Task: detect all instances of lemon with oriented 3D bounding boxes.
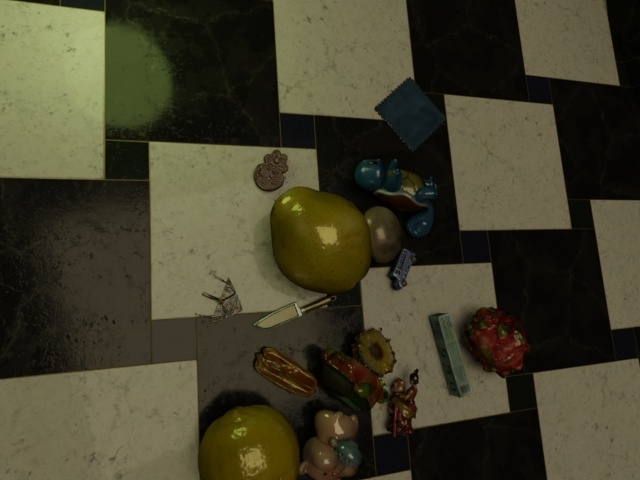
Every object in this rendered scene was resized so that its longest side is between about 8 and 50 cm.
[{"bbox_3d":[-0.225,0.702,1.426,0.347,0.348,0.348,3,80,-17],"label":"lemon"}]

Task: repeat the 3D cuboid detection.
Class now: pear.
[{"bbox_3d":[0.000,0.000,1.606,0.362,0.362,0.418,-43,90,-19],"label":"pear"}]

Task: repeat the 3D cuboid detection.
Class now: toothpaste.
[{"bbox_3d":[0.533,0.468,1.834,0.067,0.081,0.337,-12,85,-20],"label":"toothpaste"}]

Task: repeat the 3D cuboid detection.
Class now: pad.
[{"bbox_3d":[0.409,-0.572,2.008,0.269,0.012,0.269,-43,95,-19],"label":"pad"}]

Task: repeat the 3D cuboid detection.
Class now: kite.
[{"bbox_3d":[-0.358,0.224,1.626,0.160,0.010,0.183,25,77,-16],"label":"kite"}]

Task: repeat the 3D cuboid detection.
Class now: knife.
[{"bbox_3d":[-0.095,0.266,1.694,0.342,0.027,0.061,-21,91,-17],"label":"knife"}]

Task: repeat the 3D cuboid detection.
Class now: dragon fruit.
[{"bbox_3d":[0.725,0.419,1.833,0.231,0.237,0.303,-35,104,1],"label":"dragon fruit"},{"bbox_3d":[0.110,0.510,1.605,0.295,0.268,0.130,36,61,6],"label":"dragon fruit"}]

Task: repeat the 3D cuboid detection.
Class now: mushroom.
[{"bbox_3d":[0.230,-0.021,1.767,0.226,0.178,0.227,42,38,-45],"label":"mushroom"}]

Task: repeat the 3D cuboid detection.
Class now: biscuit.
[{"bbox_3d":[-0.191,-0.274,1.756,0.124,0.026,0.175,31,73,-12],"label":"biscuit"}]

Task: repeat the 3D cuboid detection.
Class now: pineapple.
[{"bbox_3d":[0.207,0.431,1.722,0.221,0.047,0.221,21,48,-24],"label":"pineapple"}]

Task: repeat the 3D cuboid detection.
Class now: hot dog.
[{"bbox_3d":[-0.123,0.488,1.626,0.269,0.072,0.109,35,74,-8],"label":"hot dog"}]

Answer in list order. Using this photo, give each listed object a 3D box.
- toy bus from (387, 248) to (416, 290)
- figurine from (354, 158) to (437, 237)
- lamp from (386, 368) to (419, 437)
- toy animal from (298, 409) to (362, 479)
[{"bbox_3d":[0.329,0.121,1.833,0.076,0.073,0.168,29,70,-8],"label":"toy bus"},{"bbox_3d":[0.346,-0.214,1.836,0.416,0.243,0.298,42,28,-10],"label":"figurine"},{"bbox_3d":[0.320,0.622,1.726,0.118,0.118,0.254,9,79,-16],"label":"lamp"},{"bbox_3d":[0.036,0.721,1.580,0.210,0.229,0.221,29,31,-31],"label":"toy animal"}]
